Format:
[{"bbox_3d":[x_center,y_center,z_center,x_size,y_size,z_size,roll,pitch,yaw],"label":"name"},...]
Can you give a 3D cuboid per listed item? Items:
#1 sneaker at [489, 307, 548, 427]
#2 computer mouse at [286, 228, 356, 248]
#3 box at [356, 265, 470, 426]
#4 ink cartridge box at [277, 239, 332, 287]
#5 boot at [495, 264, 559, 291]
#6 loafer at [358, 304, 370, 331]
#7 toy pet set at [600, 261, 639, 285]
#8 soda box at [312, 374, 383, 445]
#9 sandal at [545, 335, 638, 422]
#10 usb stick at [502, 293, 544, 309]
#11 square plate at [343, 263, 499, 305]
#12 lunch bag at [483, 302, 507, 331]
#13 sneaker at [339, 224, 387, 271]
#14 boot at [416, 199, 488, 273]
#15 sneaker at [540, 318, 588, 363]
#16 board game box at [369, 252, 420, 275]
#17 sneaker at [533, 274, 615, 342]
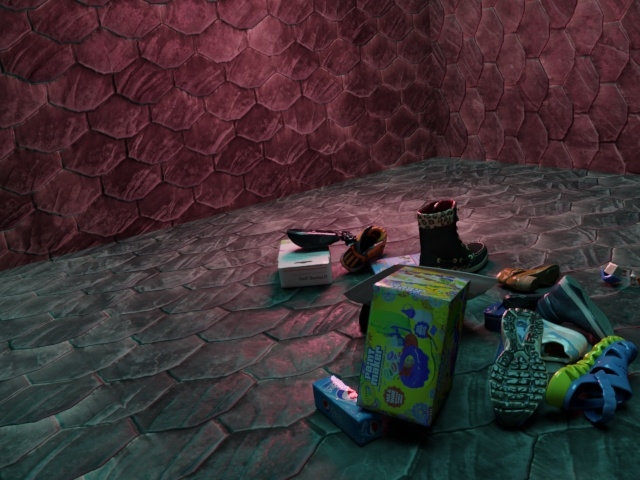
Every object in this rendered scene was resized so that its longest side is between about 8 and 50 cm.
[{"bbox_3d":[0.483,0.323,1.457,0.130,0.147,0.330,9,41,20],"label":"sneaker"},{"bbox_3d":[0.000,0.000,2.362,0.273,0.072,0.188,4,10,-8],"label":"computer mouse"},{"bbox_3d":[0.226,0.235,1.420,0.177,0.289,0.279,11,11,22],"label":"box"},{"bbox_3d":[-0.060,0.093,2.388,0.207,0.119,0.353,-5,17,1],"label":"ink cartridge box"},{"bbox_3d":[0.725,0.119,2.093,0.197,0.072,0.152,-15,15,-32],"label":"boot"},{"bbox_3d":[0.187,0.259,1.866,0.079,0.080,0.220,13,10,-23],"label":"loafer"},{"bbox_3d":[1.008,0.129,2.008,0.114,0.065,0.122,25,11,-20],"label":"toy pet set"},{"bbox_3d":[0.062,0.402,1.435,0.067,0.071,0.210,-16,20,-27],"label":"soda box"},{"bbox_3d":[0.660,0.330,1.392,0.318,0.126,0.138,-23,39,-35],"label":"sandal"},{"bbox_3d":[0.617,0.183,1.803,0.077,0.045,0.278,-17,-13,30],"label":"usb stick"},{"bbox_3d":[0.292,0.156,1.793,0.348,0.049,0.344,9,-21,-21],"label":"square plate"},{"bbox_3d":[0.546,0.227,1.821,0.099,0.065,0.067,-23,24,-40],"label":"lunch bag"},{"bbox_3d":[0.220,0.002,2.445,0.321,0.125,0.180,-43,-5,-49],"label":"sneaker"},{"bbox_3d":[0.491,-0.012,2.233,0.378,0.283,0.138,-20,22,-33],"label":"boot"},{"bbox_3d":[0.597,0.270,1.632,0.092,0.087,0.229,-24,22,-39],"label":"sneaker"},{"bbox_3d":[0.308,0.104,2.347,0.212,0.039,0.160,-7,17,-3],"label":"board game box"},{"bbox_3d":[0.716,0.236,1.710,0.086,0.163,0.226,4,47,-43],"label":"sneaker"}]
